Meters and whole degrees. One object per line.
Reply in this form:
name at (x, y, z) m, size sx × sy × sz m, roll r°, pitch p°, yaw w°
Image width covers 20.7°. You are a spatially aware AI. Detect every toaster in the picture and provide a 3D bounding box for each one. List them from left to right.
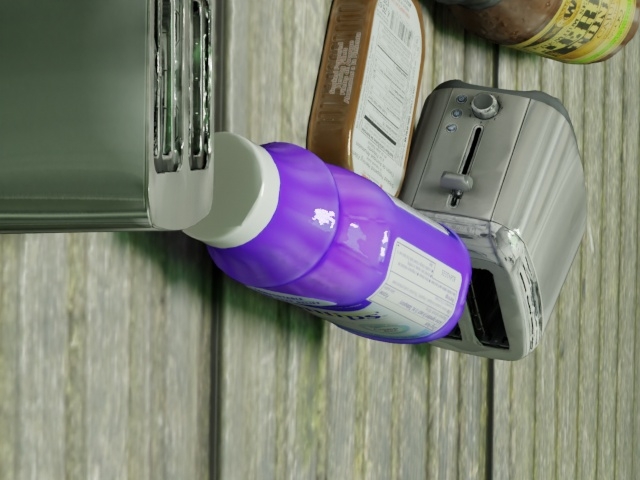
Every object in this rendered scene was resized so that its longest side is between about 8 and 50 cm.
toaster at (-0.120, -0.079, 0.864) m, size 0.168 × 0.110 × 0.185 m, roll -18°, pitch 109°, yaw -82°
toaster at (0.131, -0.007, 1.380) m, size 0.227 × 0.129 × 0.146 m, roll 72°, pitch 36°, yaw -52°

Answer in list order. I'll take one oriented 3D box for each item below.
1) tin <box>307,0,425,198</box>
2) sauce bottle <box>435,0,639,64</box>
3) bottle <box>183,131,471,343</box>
tin at (0.036, -0.108, 1.290) m, size 0.106 × 0.040 × 0.189 m, roll 33°, pitch 63°, yaw -54°
sauce bottle at (0.169, -0.211, 1.461) m, size 0.344 × 0.111 × 0.111 m, roll -2°, pitch 94°, yaw -62°
bottle at (0.000, 0.000, 1.135) m, size 0.283 × 0.118 × 0.092 m, roll 27°, pitch 74°, yaw -61°
